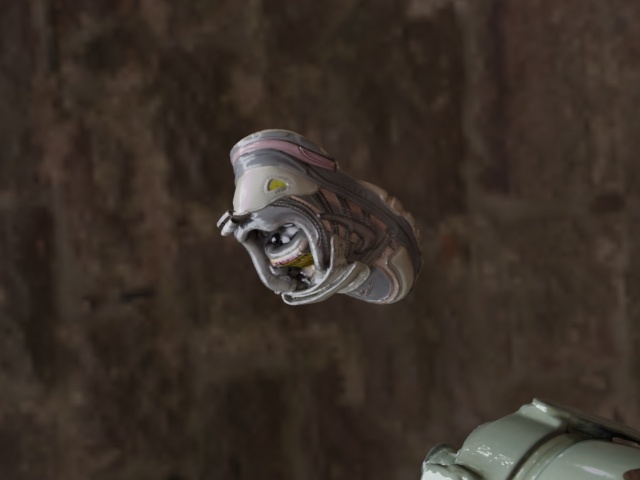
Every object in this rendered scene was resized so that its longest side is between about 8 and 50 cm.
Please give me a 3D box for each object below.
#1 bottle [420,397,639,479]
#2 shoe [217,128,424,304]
[{"bbox_3d":[0.255,0.276,1.748,0.229,0.351,0.229,-25,-54,-40],"label":"bottle"},{"bbox_3d":[0.000,0.000,1.447,0.180,0.089,0.092,40,-133,-23],"label":"shoe"}]
